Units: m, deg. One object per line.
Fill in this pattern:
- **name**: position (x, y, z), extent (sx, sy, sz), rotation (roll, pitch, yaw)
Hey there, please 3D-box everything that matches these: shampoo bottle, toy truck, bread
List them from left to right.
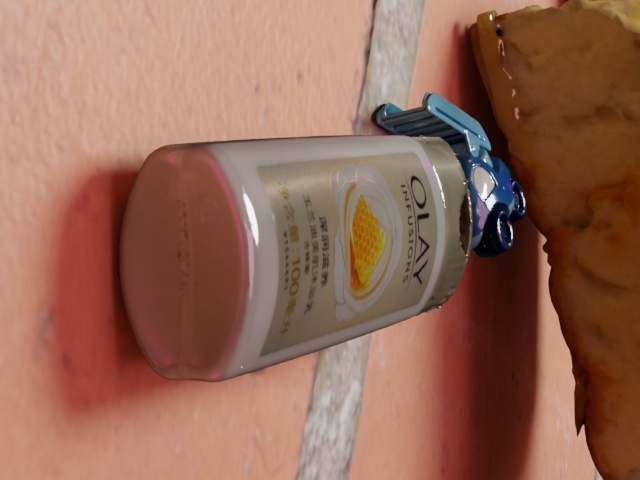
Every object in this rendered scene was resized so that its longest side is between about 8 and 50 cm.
- **shampoo bottle**: position (0.000, 0.000, 0.634), extent (0.227, 0.056, 0.086), rotation (-9, 100, -65)
- **toy truck**: position (0.061, -0.036, 0.774), extent (0.090, 0.056, 0.073), rotation (65, 30, -21)
- **bread**: position (0.187, -0.010, 0.913), extent (0.185, 0.114, 0.274), rotation (-14, 88, -65)
